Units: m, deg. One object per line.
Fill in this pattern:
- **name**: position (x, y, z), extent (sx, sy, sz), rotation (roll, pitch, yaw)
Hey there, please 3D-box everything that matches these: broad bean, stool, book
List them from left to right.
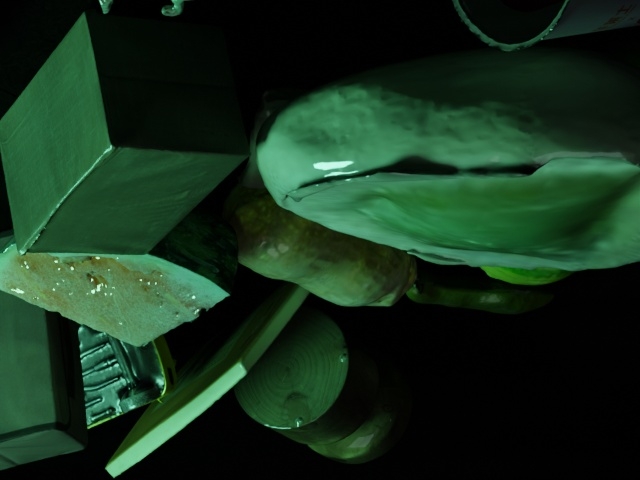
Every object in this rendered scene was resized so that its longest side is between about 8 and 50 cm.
- **book**: position (-0.126, 0.154, 2.218), extent (0.389, 0.032, 0.269), rotation (-40, -171, 49)
- **stool**: position (0.006, 0.210, 2.435), extent (0.179, 0.179, 0.264), rotation (-18, 157, 17)
- **broad bean**: position (0.204, 0.068, 2.335), extent (0.325, 0.067, 0.075), rotation (6, 143, -40)

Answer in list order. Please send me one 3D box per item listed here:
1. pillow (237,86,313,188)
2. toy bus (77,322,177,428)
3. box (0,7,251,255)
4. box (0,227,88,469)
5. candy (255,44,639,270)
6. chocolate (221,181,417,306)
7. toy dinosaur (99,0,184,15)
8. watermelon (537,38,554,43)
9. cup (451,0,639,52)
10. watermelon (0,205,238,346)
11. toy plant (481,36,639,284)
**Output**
- **pillow**: position (0.044, -0.126, 1.805), extent (0.270, 0.067, 0.173), rotation (-10, 153, -7)
- **toy bus**: position (-0.314, 0.182, 2.257), extent (0.330, 0.144, 0.152), rotation (-25, 175, 31)
- **box**: position (-0.198, -0.100, 1.650), extent (0.149, 0.155, 0.231), rotation (1, 153, -34)
- **box**: position (-0.381, 0.138, 1.988), extent (0.188, 0.252, 0.153), rotation (-14, 158, 4)
- **candy**: position (0.148, -0.086, 1.631), extent (0.427, 0.186, 0.386), rotation (-2, 167, 8)
- **chocolate**: position (0.000, 0.000, 2.005), extent (0.134, 0.134, 0.309), rotation (-26, 148, 32)
- **toy dinosaur**: position (-0.131, -0.254, 1.443), extent (0.167, 0.053, 0.242), rotation (-19, 156, 15)
- **watermelon**: position (0.205, -0.239, 1.578), extent (0.133, 0.105, 0.105), rotation (-29, 166, -27)
- **cup**: position (0.274, -0.265, 1.463), extent (0.288, 0.203, 0.203), rotation (-5, 157, -30)
- **watermelon**: position (-0.228, 0.019, 1.874), extent (0.260, 0.176, 0.256), rotation (22, -176, -5)
- **toy plant**: position (0.277, -0.098, 1.869), extent (0.224, 0.184, 0.316), rotation (11, 141, -15)
